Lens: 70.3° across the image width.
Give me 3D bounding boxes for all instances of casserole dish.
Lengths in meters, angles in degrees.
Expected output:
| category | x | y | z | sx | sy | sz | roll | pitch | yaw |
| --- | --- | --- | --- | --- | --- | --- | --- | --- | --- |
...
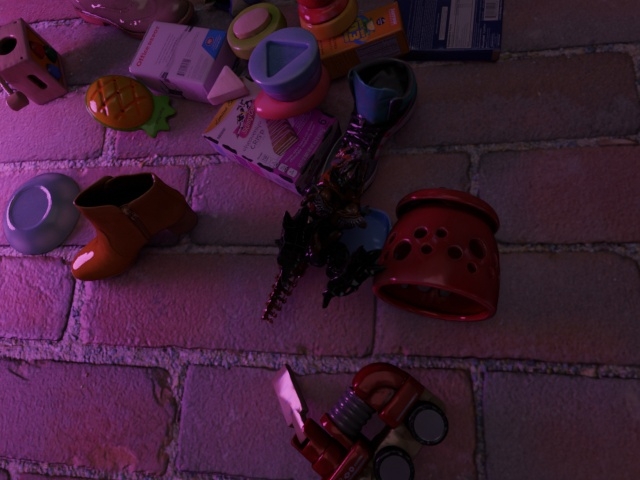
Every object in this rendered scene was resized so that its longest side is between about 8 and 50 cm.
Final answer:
| category | x | y | z | sx | sy | sz | roll | pitch | yaw |
| --- | --- | --- | --- | --- | --- | --- | --- | --- | --- |
| casserole dish | 0.045 | -0.008 | 0.847 | 0.188 | 0.037 | 0.114 | 8 | 75 | 12 |

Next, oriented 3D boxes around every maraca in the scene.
| category | x | y | z | sx | sy | sz | roll | pitch | yaw |
| --- | --- | --- | --- | --- | --- | --- | --- | --- | --- |
| maraca | -0.415 | -0.293 | 0.994 | 0.185 | 0.099 | 0.128 | 17 | 79 | -12 |

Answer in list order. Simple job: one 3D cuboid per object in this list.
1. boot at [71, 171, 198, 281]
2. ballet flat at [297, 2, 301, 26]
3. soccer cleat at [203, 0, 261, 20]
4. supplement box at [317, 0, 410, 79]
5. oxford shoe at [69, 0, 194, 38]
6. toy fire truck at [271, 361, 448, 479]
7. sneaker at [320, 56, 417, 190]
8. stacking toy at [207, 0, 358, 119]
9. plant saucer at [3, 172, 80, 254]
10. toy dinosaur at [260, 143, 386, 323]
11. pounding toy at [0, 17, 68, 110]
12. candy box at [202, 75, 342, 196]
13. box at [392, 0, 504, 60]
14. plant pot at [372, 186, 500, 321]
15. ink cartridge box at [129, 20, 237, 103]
| category | x | y | z | sx | sy | sz | roll | pitch | yaw |
| --- | --- | --- | --- | --- | --- | --- | --- | --- | --- |
| boot | -0.392 | -0.029 | 0.844 | 0.294 | 0.211 | 0.104 | -25 | 70 | 3 |
| ballet flat | -0.007 | -0.579 | 0.994 | 0.107 | 0.106 | 0.317 | -6 | 73 | 9 |
| soccer cleat | -0.255 | -0.618 | 1.062 | 0.121 | 0.093 | 0.289 | -47 | 70 | 2 |
| supplement box | 0.056 | -0.392 | 0.921 | 0.233 | 0.080 | 0.078 | -13 | 70 | 15 |
| oxford shoe | -0.467 | -0.570 | 1.066 | 0.347 | 0.130 | 0.123 | 13 | 76 | 14 |
| toy fire truck | 0.039 | 0.269 | 0.720 | 0.246 | 0.158 | 0.217 | 39 | 84 | 8 |
| sneaker | 0.085 | -0.213 | 0.826 | 0.123 | 0.178 | 0.296 | 29 | 81 | 18 |
| stacking toy | -0.097 | -0.395 | 0.859 | 0.279 | 0.130 | 0.309 | 7 | 70 | 23 |
| plant saucer | -0.621 | -0.067 | 0.993 | 0.194 | 0.037 | 0.195 | -3 | 73 | 11 |
| toy dinosaur | 0.000 | 0.000 | 0.755 | 0.164 | 0.218 | 0.323 | 7 | 106 | -12 |
| pounding toy | -0.663 | -0.389 | 1.021 | 0.094 | 0.181 | 0.206 | -23 | 70 | 3 |
| candy box | -0.097 | -0.213 | 0.917 | 0.233 | 0.071 | 0.159 | 28 | 80 | 18 |
| box | 0.254 | -0.437 | 0.936 | 0.225 | 0.036 | 0.137 | 6 | 74 | 14 |
| plant pot | 0.194 | 0.022 | 0.730 | 0.190 | 0.191 | 0.174 | 13 | 71 | 14 |
| ink cartridge box | -0.299 | -0.394 | 1.006 | 0.190 | 0.082 | 0.140 | 15 | 76 | 17 |
